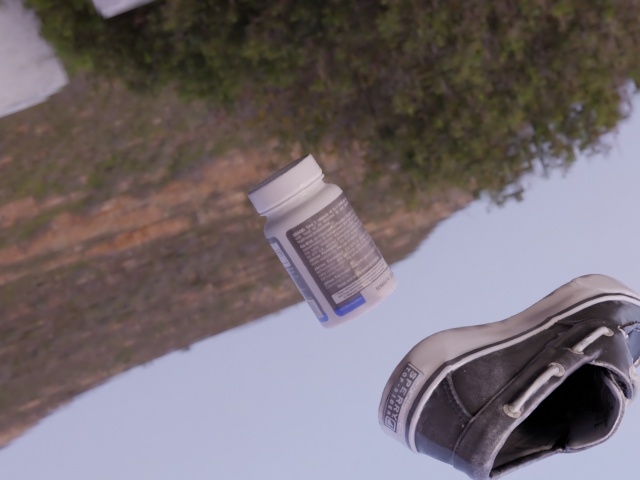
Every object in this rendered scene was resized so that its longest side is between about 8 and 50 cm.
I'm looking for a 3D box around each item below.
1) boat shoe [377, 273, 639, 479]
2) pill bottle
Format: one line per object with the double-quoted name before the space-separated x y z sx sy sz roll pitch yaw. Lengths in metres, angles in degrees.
"boat shoe" 0.169 0.099 0.876 0.102 0.108 0.301 31 -157 33
"pill bottle" 0.000 0.000 1.088 0.078 0.137 0.078 -31 -172 5
